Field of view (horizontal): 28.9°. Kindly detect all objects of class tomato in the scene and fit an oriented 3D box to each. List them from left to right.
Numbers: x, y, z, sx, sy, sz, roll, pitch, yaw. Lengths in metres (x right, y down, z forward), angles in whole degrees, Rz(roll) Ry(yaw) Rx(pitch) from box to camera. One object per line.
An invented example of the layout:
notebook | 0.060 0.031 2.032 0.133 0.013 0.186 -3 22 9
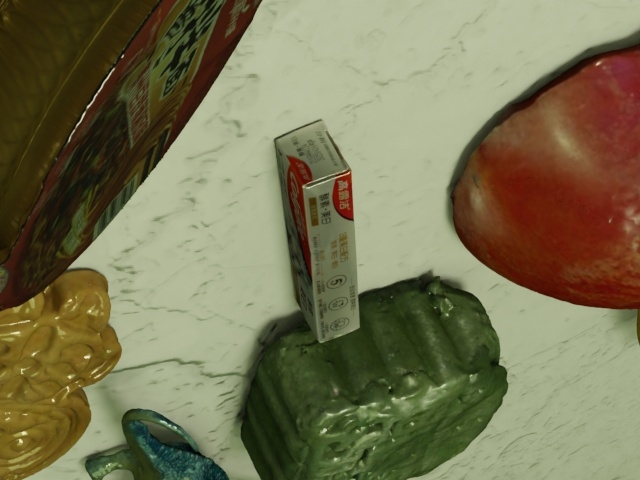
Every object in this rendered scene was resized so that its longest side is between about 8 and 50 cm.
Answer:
tomato | 0.276 -0.026 1.018 0.309 0.170 0.309 -19 145 -14

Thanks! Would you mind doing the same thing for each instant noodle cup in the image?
instant noodle cup | -0.124 -0.096 0.675 0.274 0.091 0.274 -55 179 -1

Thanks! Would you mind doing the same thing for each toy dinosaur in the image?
toy dinosaur | -0.139 0.230 1.164 0.147 0.076 0.363 -24 150 6

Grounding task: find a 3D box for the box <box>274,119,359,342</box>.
box | 0.000 0.000 0.975 0.039 0.055 0.218 -21 147 -11

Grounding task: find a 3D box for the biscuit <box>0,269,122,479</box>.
biscuit | -0.261 0.126 0.985 0.202 0.044 0.288 10 134 -41

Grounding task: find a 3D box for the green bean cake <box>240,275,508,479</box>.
green bean cake | 0.053 0.145 1.151 0.227 0.125 0.222 -16 146 -24

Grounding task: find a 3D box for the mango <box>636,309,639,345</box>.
mango | 0.415 0.034 1.239 0.176 0.119 0.317 -2 135 -20
